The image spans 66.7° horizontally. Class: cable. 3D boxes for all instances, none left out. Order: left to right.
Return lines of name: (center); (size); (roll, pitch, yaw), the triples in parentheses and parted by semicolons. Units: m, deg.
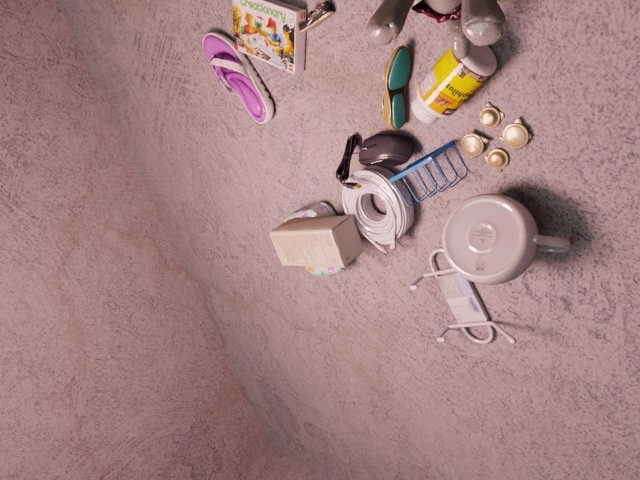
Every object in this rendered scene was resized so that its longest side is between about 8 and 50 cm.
cable: (0.186, -0.115, 1.575); (0.257, 0.089, 0.257); (39, 139, 24)

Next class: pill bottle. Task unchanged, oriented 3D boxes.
pill bottle: (0.318, -0.386, 1.195); (0.117, 0.117, 0.215); (53, 144, 6)

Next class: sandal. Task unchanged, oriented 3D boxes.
sandal: (-0.323, -0.603, 1.786); (0.416, 0.102, 0.169); (50, 143, 10)

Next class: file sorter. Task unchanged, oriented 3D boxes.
file sorter: (0.306, -0.182, 1.364); (0.104, 0.118, 0.170); (56, 144, -5)

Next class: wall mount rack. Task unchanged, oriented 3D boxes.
wall mount rack: (0.440, 0.192, 1.472); (0.304, 0.130, 0.350); (-19, 101, 53)

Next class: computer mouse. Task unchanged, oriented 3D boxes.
computer mouse: (0.146, -0.241, 1.462); (0.262, 0.060, 0.184); (14, 83, 43)

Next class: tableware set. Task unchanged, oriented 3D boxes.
tableware set: (0.440, -0.256, 1.234); (0.141, 0.020, 0.169); (43, 140, 15)

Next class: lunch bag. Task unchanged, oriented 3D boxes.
lunch bag: (0.000, 0.000, 1.856); (0.224, 0.108, 0.279); (-15, 106, 48)

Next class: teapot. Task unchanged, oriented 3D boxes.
teapot: (0.461, 0.003, 1.273); (0.252, 0.187, 0.256); (-48, 55, 22)

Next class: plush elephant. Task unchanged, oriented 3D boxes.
plush elephant: (0.279, -0.504, 1.000); (0.272, 0.255, 0.330); (6, 84, 32)

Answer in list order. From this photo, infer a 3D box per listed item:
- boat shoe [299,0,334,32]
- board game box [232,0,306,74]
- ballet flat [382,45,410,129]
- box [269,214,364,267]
boat shoe: (-0.017, -0.659, 1.438); (0.133, 0.049, 0.042); (-15, 106, 46)
board game box: (-0.172, -0.687, 1.591); (0.305, 0.053, 0.193); (32, 137, 30)
ballet flat: (0.198, -0.422, 1.346); (0.073, 0.080, 0.232); (41, 142, 45)
box: (-0.017, 0.004, 1.695); (0.311, 0.121, 0.148); (0, 117, 44)
